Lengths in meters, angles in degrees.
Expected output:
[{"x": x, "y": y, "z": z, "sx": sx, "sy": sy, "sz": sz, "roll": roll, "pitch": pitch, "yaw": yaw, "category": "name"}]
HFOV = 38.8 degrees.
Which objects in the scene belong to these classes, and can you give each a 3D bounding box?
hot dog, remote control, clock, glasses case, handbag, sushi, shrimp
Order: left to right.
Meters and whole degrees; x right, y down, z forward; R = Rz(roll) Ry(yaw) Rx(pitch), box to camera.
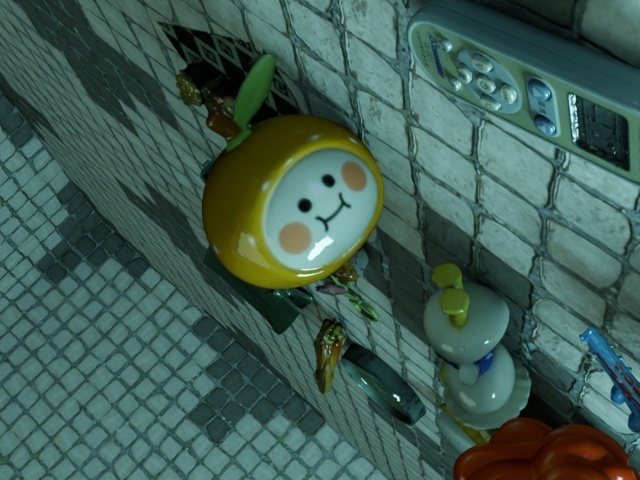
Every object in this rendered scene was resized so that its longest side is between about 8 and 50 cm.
[{"x": -0.107, "y": -0.167, "z": 1.224, "sx": 0.290, "sy": 0.050, "sz": 0.264, "roll": 27, "pitch": 158, "yaw": 48, "category": "sushi"}, {"x": -0.138, "y": 0.082, "z": 1.964, "sx": 0.247, "sy": 0.079, "sz": 0.260, "roll": 43, "pitch": 163, "yaw": 1, "category": "handbag"}, {"x": 0.000, "y": 0.000, "z": 1.391, "sx": 0.191, "sy": 0.059, "sz": 0.108, "roll": 32, "pitch": 157, "yaw": 46, "category": "hot dog"}, {"x": 0.016, "y": 0.236, "z": 1.909, "sx": 0.061, "sy": 0.145, "sz": 0.267, "roll": 11, "pitch": 149, "yaw": -4, "category": "shrimp"}, {"x": 0.131, "y": 0.308, "z": 1.927, "sx": 0.215, "sy": 0.042, "sz": 0.215, "roll": 41, "pitch": 165, "yaw": 13, "category": "clock"}, {"x": 0.292, "y": 0.370, "z": 1.614, "sx": 0.233, "sy": 0.059, "sz": 0.092, "roll": 27, "pitch": 159, "yaw": 53, "category": "glasses case"}, {"x": 0.160, "y": -0.110, "z": 0.644, "sx": 0.244, "sy": 0.047, "sz": 0.087, "roll": 35, "pitch": 160, "yaw": 35, "category": "remote control"}]

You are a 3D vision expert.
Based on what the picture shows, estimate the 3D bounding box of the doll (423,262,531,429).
[{"x": 0.190, "y": 0.140, "z": 1.135, "sx": 0.293, "sy": 0.119, "sz": 0.138, "roll": 61, "pitch": -158, "yaw": -47, "category": "doll"}]

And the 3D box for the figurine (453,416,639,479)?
[{"x": 0.311, "y": 0.346, "z": 1.057, "sx": 0.412, "sy": 0.241, "sz": 0.306, "roll": 6, "pitch": -110, "yaw": -59, "category": "figurine"}]

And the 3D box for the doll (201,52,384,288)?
[{"x": -0.055, "y": -0.067, "z": 1.029, "sx": 0.236, "sy": 0.213, "sz": 0.213, "roll": 51, "pitch": 165, "yaw": -15, "category": "doll"}]

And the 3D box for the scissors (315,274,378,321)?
[{"x": 0.025, "y": 0.083, "z": 1.627, "sx": 0.133, "sy": 0.020, "sz": 0.187, "roll": 55, "pitch": 161, "yaw": -24, "category": "scissors"}]

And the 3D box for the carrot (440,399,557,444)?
[{"x": 0.304, "y": 0.307, "z": 1.298, "sx": 0.302, "sy": 0.114, "sz": 0.114, "roll": 47, "pitch": 166, "yaw": 0, "category": "carrot"}]

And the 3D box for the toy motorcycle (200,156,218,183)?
[{"x": -0.139, "y": -0.076, "z": 1.563, "sx": 0.173, "sy": 0.058, "sz": 0.100, "roll": 42, "pitch": 173, "yaw": 14, "category": "toy motorcycle"}]

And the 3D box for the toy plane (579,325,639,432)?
[{"x": 0.343, "y": 0.177, "z": 0.828, "sx": 0.254, "sy": 0.105, "sz": 0.271, "roll": 38, "pitch": 166, "yaw": 25, "category": "toy plane"}]
